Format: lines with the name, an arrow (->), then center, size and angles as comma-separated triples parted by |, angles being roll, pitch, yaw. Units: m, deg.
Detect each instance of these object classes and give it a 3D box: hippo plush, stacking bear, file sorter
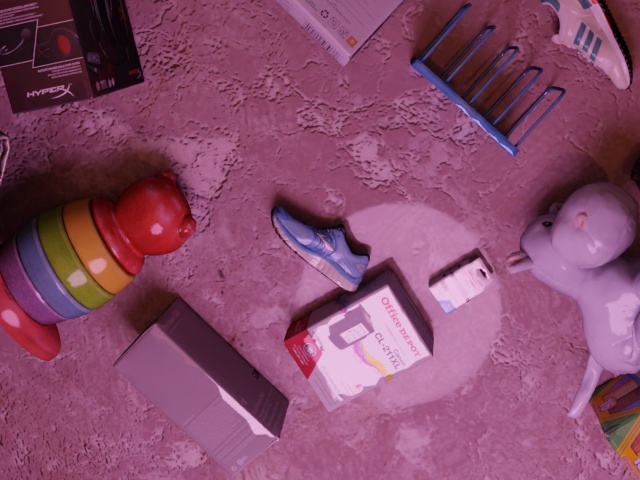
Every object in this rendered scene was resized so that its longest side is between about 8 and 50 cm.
hippo plush -> 0.389, 0.033, 1.174 | 0.237, 0.234, 0.294 | 49, 148, 11
stacking bear -> -0.310, 0.012, 1.246 | 0.289, 0.164, 0.175 | -29, 64, 2
file sorter -> 0.211, -0.206, 1.146 | 0.170, 0.118, 0.104 | 41, 103, -5

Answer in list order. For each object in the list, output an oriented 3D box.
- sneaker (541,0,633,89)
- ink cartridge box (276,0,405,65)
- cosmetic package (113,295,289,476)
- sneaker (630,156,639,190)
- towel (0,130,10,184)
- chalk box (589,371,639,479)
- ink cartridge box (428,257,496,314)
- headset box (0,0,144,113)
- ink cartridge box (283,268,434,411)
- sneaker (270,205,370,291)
sneaker -> 0.340, -0.259, 1.155 | 0.075, 0.057, 0.161 | -24, 103, 29
ink cartridge box -> 0.024, -0.365, 1.143 | 0.206, 0.045, 0.208 | 43, 75, -6
cosmetic package -> -0.167, 0.207, 1.297 | 0.107, 0.127, 0.238 | -41, 99, 15
sneaker -> 0.546, -0.081, 1.151 | 0.276, 0.135, 0.098 | 8, 120, 28
towel -> -0.543, -0.060, 1.221 | 0.324, 0.056, 0.312 | 31, 110, 36
chalk box -> 0.495, 0.228, 1.219 | 0.213, 0.132, 0.132 | -36, 99, 14
ink cartridge box -> 0.199, 0.060, 1.263 | 0.083, 0.028, 0.048 | -32, 99, 14
headset box -> -0.333, -0.322, 1.127 | 0.110, 0.218, 0.293 | -10, 103, 8
ink cartridge box -> 0.056, 0.141, 1.279 | 0.175, 0.072, 0.127 | -30, 99, 14
sneaker -> 0.000, 0.000, 1.265 | 0.162, 0.063, 0.073 | 38, 88, -8
